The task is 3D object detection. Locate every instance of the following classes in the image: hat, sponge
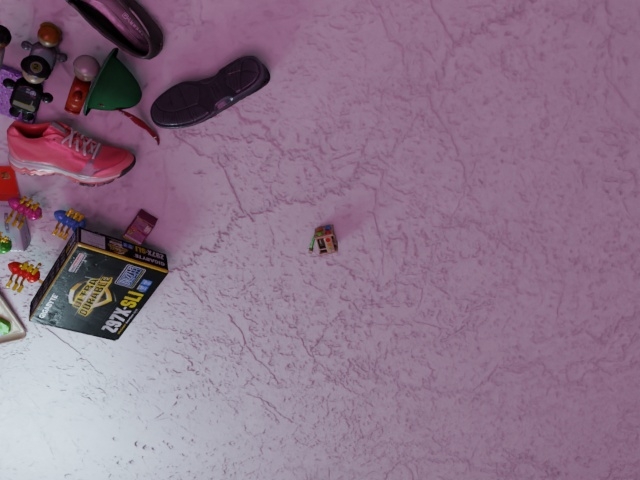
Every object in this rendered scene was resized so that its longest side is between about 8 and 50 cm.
[{"bbox_3d":[-0.429,-0.328,1.544,0.184,0.208,0.172,26,98,-16],"label":"hat"},{"bbox_3d":[-0.783,-0.370,1.591,0.210,0.031,0.117,21,119,-12],"label":"sponge"}]

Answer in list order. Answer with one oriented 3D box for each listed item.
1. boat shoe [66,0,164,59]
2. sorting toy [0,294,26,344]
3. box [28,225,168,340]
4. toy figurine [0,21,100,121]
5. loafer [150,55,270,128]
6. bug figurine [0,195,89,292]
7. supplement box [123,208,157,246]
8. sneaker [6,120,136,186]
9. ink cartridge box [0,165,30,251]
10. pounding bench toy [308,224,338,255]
[{"bbox_3d":[-0.487,-0.531,1.457,0.335,0.095,0.112,40,113,-21],"label":"boat shoe"},{"bbox_3d":[-0.996,0.229,1.941,0.193,0.038,0.208,-13,119,8],"label":"sorting toy"},{"bbox_3d":[-0.604,0.128,1.805,0.257,0.079,0.322,21,124,-35],"label":"box"},{"bbox_3d":[-0.624,-0.383,1.466,0.209,0.213,0.148,44,124,16],"label":"toy figurine"},{"bbox_3d":[-0.256,-0.338,1.575,0.303,0.095,0.109,-21,84,15],"label":"loafer"},{"bbox_3d":[-0.761,-0.008,1.743,0.279,0.072,0.216,-46,127,5],"label":"bug figurine"},{"bbox_3d":[-0.484,-0.034,1.781,0.055,0.043,0.083,34,116,-18],"label":"supplement box"},{"bbox_3d":[-0.614,-0.221,1.614,0.314,0.115,0.136,5,134,-2],"label":"sneaker"},{"bbox_3d":[-0.889,-0.081,1.750,0.189,0.066,0.232,2,124,-1],"label":"ink cartridge box"},{"bbox_3d":[0.000,0.000,1.793,0.083,0.052,0.065,-12,119,8],"label":"pounding bench toy"}]
